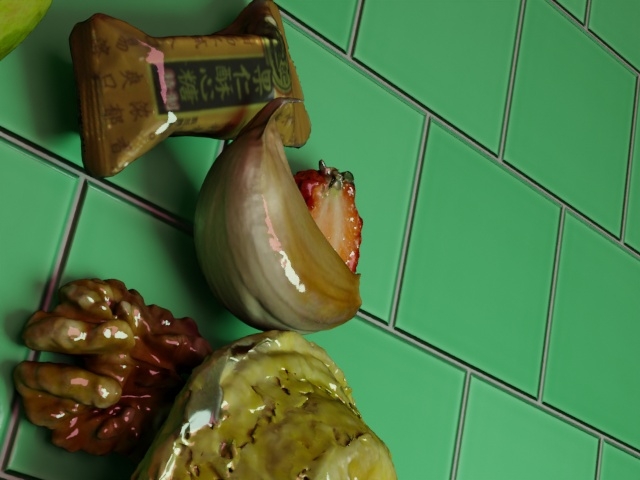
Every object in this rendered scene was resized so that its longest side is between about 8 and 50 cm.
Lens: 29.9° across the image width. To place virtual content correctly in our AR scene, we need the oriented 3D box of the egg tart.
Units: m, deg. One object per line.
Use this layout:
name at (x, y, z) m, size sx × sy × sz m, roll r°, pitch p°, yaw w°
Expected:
egg tart at (-0.023, 0.240, 0.958) m, size 0.341 × 0.132 × 0.341 m, roll -1°, pitch 91°, yaw -56°

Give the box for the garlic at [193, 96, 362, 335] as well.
garlic at (-0.047, 0.001, 1.011) m, size 0.115 × 0.128 × 0.207 m, roll -87°, pitch 161°, yaw -64°

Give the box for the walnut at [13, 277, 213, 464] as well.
walnut at (-0.154, 0.101, 0.949) m, size 0.170 × 0.069 × 0.143 m, roll 18°, pitch 71°, yaw -37°

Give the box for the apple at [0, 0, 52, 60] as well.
apple at (-0.284, -0.215, 0.775) m, size 0.226 × 0.246 × 0.246 m, roll 21°, pitch 67°, yaw -47°

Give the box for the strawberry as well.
strawberry at (-0.003, 0.000, 1.131) m, size 0.104 × 0.048 × 0.152 m, roll 0°, pitch 98°, yaw -50°

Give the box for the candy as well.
candy at (-0.102, -0.138, 1.030) m, size 0.271 × 0.101 × 0.143 m, roll -15°, pitch 100°, yaw -50°
